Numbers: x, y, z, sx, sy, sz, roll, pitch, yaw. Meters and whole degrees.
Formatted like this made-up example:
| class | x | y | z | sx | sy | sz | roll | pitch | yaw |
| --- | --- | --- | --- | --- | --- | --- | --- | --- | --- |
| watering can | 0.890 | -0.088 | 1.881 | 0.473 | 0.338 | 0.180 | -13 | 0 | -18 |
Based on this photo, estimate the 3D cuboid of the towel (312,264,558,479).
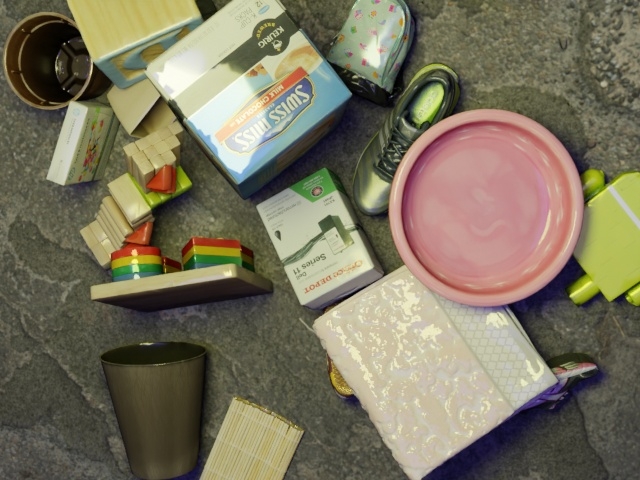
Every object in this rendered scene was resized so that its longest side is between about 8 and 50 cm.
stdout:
| class | x | y | z | sx | sy | sz | roll | pitch | yaw |
| --- | --- | --- | --- | --- | --- | --- | --- | --- | --- |
| towel | 0.200 | 0.201 | 1.668 | 0.317 | 0.053 | 0.332 | -33 | 76 | -1 |

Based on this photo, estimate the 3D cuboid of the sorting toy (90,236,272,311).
| class | x | y | z | sx | sy | sz | roll | pitch | yaw |
| --- | --- | --- | --- | --- | --- | --- | --- | --- | --- |
| sorting toy | -0.243 | 0.057 | 1.694 | 0.257 | 0.255 | 0.089 | -9 | 79 | 10 |

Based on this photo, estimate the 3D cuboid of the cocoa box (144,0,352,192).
| class | x | y | z | sx | sy | sz | roll | pitch | yaw |
| --- | --- | --- | --- | --- | --- | --- | --- | --- | --- |
| cocoa box | -0.112 | -0.229 | 1.566 | 0.231 | 0.347 | 0.228 | -38 | 91 | -3 |

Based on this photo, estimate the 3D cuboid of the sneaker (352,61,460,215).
| class | x | y | z | sx | sy | sz | roll | pitch | yaw |
| --- | --- | --- | --- | --- | --- | --- | --- | --- | --- |
| sneaker | 0.142 | -0.178 | 1.664 | 0.111 | 0.121 | 0.300 | 28 | 100 | 6 |

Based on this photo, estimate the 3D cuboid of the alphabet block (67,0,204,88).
| class | x | y | z | sx | sy | sz | roll | pitch | yaw |
| --- | --- | --- | --- | --- | --- | --- | --- | --- | --- |
| alphabet block | -0.312 | -0.400 | 1.602 | 0.193 | 0.192 | 0.197 | -24 | 85 | -2 |

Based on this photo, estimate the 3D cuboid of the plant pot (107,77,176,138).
| class | x | y | z | sx | sy | sz | roll | pitch | yaw |
| --- | --- | --- | --- | --- | --- | --- | --- | --- | --- |
| plant pot | -0.325 | -0.258 | 1.742 | 0.096 | 0.109 | 0.109 | 43 | 101 | 13 |

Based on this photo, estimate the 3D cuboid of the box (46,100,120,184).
| class | x | y | z | sx | sy | sz | roll | pitch | yaw |
| --- | --- | --- | --- | --- | --- | --- | --- | --- | --- |
| box | -0.424 | -0.178 | 1.721 | 0.038 | 0.186 | 0.145 | 21 | 99 | 6 |

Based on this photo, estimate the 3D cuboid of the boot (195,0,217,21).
| class | x | y | z | sx | sy | sz | roll | pitch | yaw |
| --- | --- | --- | --- | --- | --- | --- | --- | --- | --- |
| boot | -0.261 | -0.357 | 1.735 | 0.198 | 0.077 | 0.137 | -33 | 96 | 12 |

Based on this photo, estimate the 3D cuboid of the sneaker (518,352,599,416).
| class | x | y | z | sx | sy | sz | roll | pitch | yaw |
| --- | --- | --- | --- | --- | --- | --- | --- | --- | --- |
| sneaker | 0.418 | 0.263 | 1.708 | 0.178 | 0.072 | 0.077 | -22 | 106 | 18 |

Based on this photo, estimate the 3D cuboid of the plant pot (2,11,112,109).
| class | x | y | z | sx | sy | sz | roll | pitch | yaw |
| --- | --- | --- | --- | --- | --- | --- | --- | --- | --- |
| plant pot | -0.461 | -0.321 | 1.721 | 0.167 | 0.165 | 0.167 | 1 | 98 | 9 |

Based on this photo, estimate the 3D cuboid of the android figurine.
| class | x | y | z | sx | sy | sz | roll | pitch | yaw |
| --- | --- | --- | --- | --- | --- | --- | --- | --- | --- |
| android figurine | 0.523 | -0.011 | 1.656 | 0.273 | 0.056 | 0.248 | -40 | 88 | 13 |

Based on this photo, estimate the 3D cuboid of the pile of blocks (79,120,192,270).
| class | x | y | z | sx | sy | sz | roll | pitch | yaw |
| --- | --- | --- | --- | --- | --- | --- | --- | --- | --- |
| pile of blocks | -0.312 | -0.056 | 1.704 | 0.113 | 0.149 | 0.362 | 56 | 137 | 14 |

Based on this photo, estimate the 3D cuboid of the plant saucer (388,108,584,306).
| class | x | y | z | sx | sy | sz | roll | pitch | yaw |
| --- | --- | --- | --- | --- | --- | --- | --- | --- | --- |
| plant saucer | 0.277 | -0.056 | 1.617 | 0.332 | 0.084 | 0.332 | 0 | 94 | -5 |

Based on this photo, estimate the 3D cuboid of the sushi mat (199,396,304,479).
| class | x | y | z | sx | sy | sz | roll | pitch | yaw |
| --- | --- | --- | --- | --- | --- | --- | --- | --- | --- |
| sushi mat | -0.157 | 0.470 | 1.840 | 0.151 | 0.019 | 0.317 | 24 | 100 | 6 |

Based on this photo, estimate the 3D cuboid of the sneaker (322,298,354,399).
| class | x | y | z | sx | sy | sz | roll | pitch | yaw |
| --- | --- | --- | --- | --- | --- | --- | --- | --- | --- |
| sneaker | 0.034 | 0.201 | 1.755 | 0.069 | 0.084 | 0.186 | -1 | 70 | -10 |

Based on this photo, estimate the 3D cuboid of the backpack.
| class | x | y | z | sx | sy | sz | roll | pitch | yaw |
| --- | --- | --- | --- | --- | --- | --- | --- | --- | --- |
| backpack | 0.094 | -0.341 | 1.657 | 0.152 | 0.115 | 0.182 | 27 | 97 | 8 |

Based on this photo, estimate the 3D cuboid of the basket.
| class | x | y | z | sx | sy | sz | roll | pitch | yaw |
| --- | --- | --- | --- | --- | --- | --- | --- | --- | --- |
| basket | -0.305 | 0.319 | 1.783 | 0.204 | 0.154 | 0.227 | -1 | 100 | 10 |

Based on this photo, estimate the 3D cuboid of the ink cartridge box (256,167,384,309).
| class | x | y | z | sx | sy | sz | roll | pitch | yaw |
| --- | --- | --- | --- | --- | --- | --- | --- | --- | --- |
| ink cartridge box | 0.000 | 0.000 | 1.697 | 0.153 | 0.087 | 0.208 | -29 | 74 | 10 |
